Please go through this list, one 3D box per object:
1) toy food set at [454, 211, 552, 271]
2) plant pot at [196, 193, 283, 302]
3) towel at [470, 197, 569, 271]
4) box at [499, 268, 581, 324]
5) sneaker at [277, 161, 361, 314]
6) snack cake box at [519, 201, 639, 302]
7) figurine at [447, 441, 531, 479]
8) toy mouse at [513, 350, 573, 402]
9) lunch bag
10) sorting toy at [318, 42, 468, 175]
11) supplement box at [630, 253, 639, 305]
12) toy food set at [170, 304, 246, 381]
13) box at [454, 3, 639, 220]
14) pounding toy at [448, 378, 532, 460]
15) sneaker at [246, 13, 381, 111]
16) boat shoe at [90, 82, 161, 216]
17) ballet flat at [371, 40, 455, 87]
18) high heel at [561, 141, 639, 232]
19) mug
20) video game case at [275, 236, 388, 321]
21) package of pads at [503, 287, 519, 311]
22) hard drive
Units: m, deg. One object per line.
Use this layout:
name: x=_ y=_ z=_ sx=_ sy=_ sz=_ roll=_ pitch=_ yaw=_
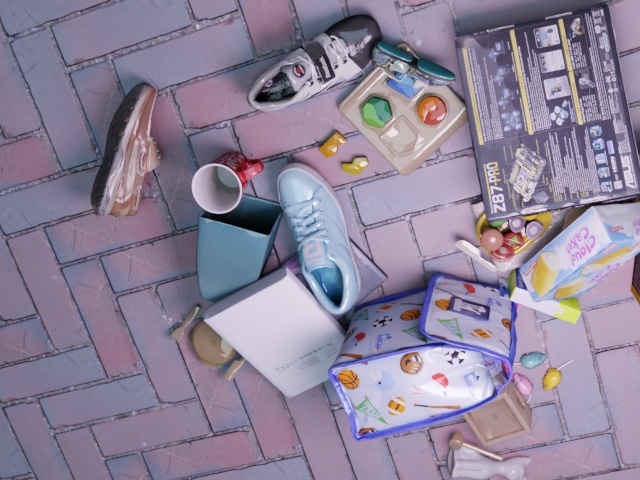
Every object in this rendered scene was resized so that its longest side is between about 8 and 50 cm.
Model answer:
toy food set: x=0.414 y=-0.015 z=1.810 sx=0.128 sy=0.071 sz=0.218 roll=42 pitch=111 yaw=-5
plant pot: x=-0.202 y=0.031 z=1.921 sx=0.165 sy=0.165 sz=0.234 roll=16 pitch=118 yaw=3
towel: x=0.503 y=-0.048 z=1.847 sx=0.282 sy=0.049 sz=0.187 roll=-20 pitch=104 yaw=15
box: x=0.500 y=0.122 z=1.872 sx=0.178 sy=0.109 sz=0.043 roll=21 pitch=116 yaw=1
sneaker: x=0.000 y=0.000 z=1.857 sx=0.135 sy=0.150 sz=0.366 roll=-23 pitch=103 yaw=14
snack cake box: x=0.568 y=0.028 z=1.741 sx=0.152 sy=0.089 sz=0.264 roll=-4 pitch=150 yaw=-27
figurine: x=0.418 y=0.623 z=2.075 sx=0.209 sy=0.092 sz=0.215 roll=9 pitch=109 yaw=-3
toy mouse: x=0.509 y=0.325 z=1.981 sx=0.143 sy=0.031 sz=0.161 roll=28 pitch=110 yaw=-2
lunch bag: x=0.244 y=0.241 z=1.825 sx=0.385 sy=0.328 sz=0.239 roll=-16 pitch=108 yaw=21
sorting toy: x=0.153 y=-0.255 z=1.831 sx=0.229 sy=0.041 sz=0.307 roll=44 pitch=109 yaw=-7
supplement box: x=0.767 y=0.056 z=1.766 sx=0.129 sy=0.191 sz=0.194 roll=2 pitch=108 yaw=7
toy food set: x=-0.269 y=0.255 z=2.074 sx=0.192 sy=0.038 sz=0.132 roll=38 pitch=103 yaw=0
box: x=0.466 y=-0.255 z=1.689 sx=0.318 sy=0.097 sz=0.395 roll=-11 pitch=85 yaw=10
pounding toy: x=0.410 y=0.446 z=2.010 sx=0.206 sy=0.094 sz=0.181 roll=-27 pitch=107 yaw=27
sneaker: x=-0.014 y=-0.369 z=1.765 sx=0.330 sy=0.146 sz=0.122 roll=-31 pitch=100 yaw=15
boat shoe: x=-0.435 y=-0.206 z=1.909 sx=0.116 sy=0.123 sz=0.325 roll=14 pitch=104 yaw=-32
ballet flat: x=0.195 y=-0.363 z=1.750 sx=0.188 sy=0.070 sz=0.070 roll=26 pitch=110 yaw=4
high heel: x=0.658 y=-0.068 z=1.774 sx=0.186 sy=0.093 sz=0.261 roll=36 pitch=105 yaw=-31
mug: x=-0.197 y=-0.137 z=1.855 sx=0.150 sy=0.169 sz=0.113 roll=4 pitch=109 yaw=6
video game case: x=-0.002 y=0.108 z=1.987 sx=0.274 sy=0.026 sz=0.196 roll=-42 pitch=98 yaw=19
package of pads: x=0.444 y=0.156 z=1.933 sx=0.050 sy=0.032 sz=0.083 roll=13 pitch=109 yaw=9
hard drive: x=-0.080 y=0.228 z=1.951 sx=0.233 sy=0.047 sz=0.353 roll=-28 pitch=128 yaw=16
